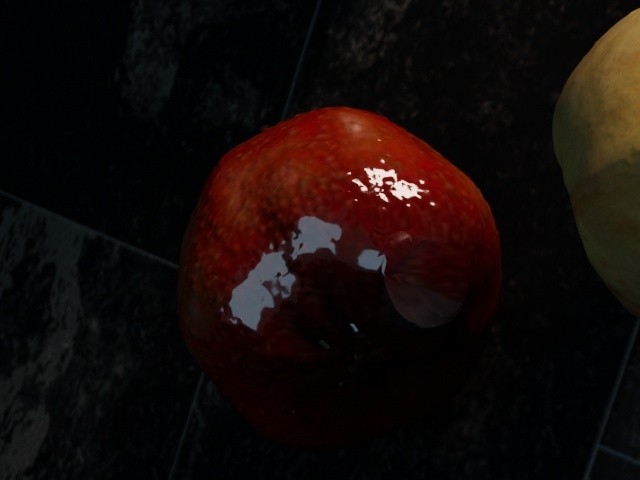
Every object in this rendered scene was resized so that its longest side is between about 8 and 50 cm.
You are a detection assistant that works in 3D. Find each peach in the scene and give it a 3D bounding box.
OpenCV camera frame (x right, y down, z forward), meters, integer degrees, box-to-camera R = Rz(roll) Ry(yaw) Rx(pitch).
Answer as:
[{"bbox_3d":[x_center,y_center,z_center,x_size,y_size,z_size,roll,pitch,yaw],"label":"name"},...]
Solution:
[{"bbox_3d":[0.260,-0.056,1.110,0.233,0.232,0.232,-4,83,33],"label":"peach"}]

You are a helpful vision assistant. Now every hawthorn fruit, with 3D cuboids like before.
[{"bbox_3d":[0.000,0.000,1.279,0.230,0.210,0.266,-47,49,27],"label":"hawthorn fruit"}]
